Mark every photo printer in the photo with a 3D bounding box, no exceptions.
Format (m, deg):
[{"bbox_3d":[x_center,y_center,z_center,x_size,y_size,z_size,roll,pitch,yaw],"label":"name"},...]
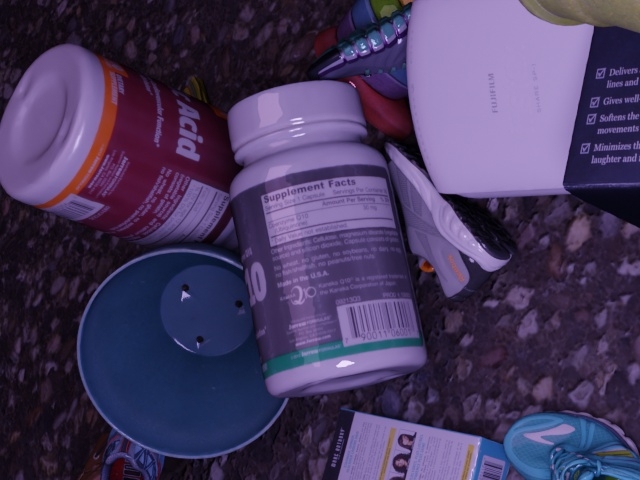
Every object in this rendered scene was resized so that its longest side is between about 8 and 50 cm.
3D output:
[{"bbox_3d":[0.235,-0.177,1.661,0.307,0.107,0.256,-1,101,38],"label":"photo printer"}]

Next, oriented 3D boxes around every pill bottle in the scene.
[{"bbox_3d":[-0.231,-0.104,2.041,0.224,0.392,0.224,-23,57,41],"label":"pill bottle"},{"bbox_3d":[0.000,0.000,1.805,0.204,0.204,0.361,-22,74,42],"label":"pill bottle"}]

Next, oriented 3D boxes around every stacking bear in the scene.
[{"bbox_3d":[0.147,-0.294,1.890,0.289,0.164,0.175,-38,47,26],"label":"stacking bear"}]

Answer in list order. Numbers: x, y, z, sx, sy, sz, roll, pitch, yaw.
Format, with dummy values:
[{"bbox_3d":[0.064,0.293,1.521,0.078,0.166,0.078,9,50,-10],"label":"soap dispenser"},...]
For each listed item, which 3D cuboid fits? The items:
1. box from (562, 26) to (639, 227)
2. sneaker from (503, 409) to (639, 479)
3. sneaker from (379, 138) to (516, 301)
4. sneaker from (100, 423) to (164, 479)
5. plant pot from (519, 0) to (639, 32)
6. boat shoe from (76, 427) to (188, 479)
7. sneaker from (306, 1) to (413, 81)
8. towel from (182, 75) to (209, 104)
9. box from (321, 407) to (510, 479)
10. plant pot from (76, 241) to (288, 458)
[{"bbox_3d":[0.447,-0.207,1.445,0.293,0.212,0.396,2,75,50],"label":"box"},{"bbox_3d":[0.284,0.243,1.506,0.275,0.110,0.107,26,94,52],"label":"sneaker"},{"bbox_3d":[0.134,-0.033,1.822,0.108,0.100,0.271,-56,40,23],"label":"sneaker"},{"bbox_3d":[-0.273,0.379,2.014,0.125,0.104,0.262,-66,-23,-72],"label":"sneaker"},{"bbox_3d":[0.342,-0.268,1.250,0.254,0.276,0.276,36,101,38],"label":"plant pot"},{"bbox_3d":[-0.285,0.334,2.140,0.307,0.110,0.104,-44,40,13],"label":"boat shoe"},{"bbox_3d":[0.095,-0.227,1.797,0.223,0.098,0.083,-28,16,13],"label":"sneaker"},{"bbox_3d":[-0.262,-0.159,2.401,0.237,0.021,0.102,-44,44,27],"label":"towel"},{"bbox_3d":[0.110,0.269,1.734,0.244,0.060,0.101,5,76,50],"label":"box"},{"bbox_3d":[-0.167,0.125,1.994,0.290,0.290,0.195,-55,5,16],"label":"plant pot"}]
